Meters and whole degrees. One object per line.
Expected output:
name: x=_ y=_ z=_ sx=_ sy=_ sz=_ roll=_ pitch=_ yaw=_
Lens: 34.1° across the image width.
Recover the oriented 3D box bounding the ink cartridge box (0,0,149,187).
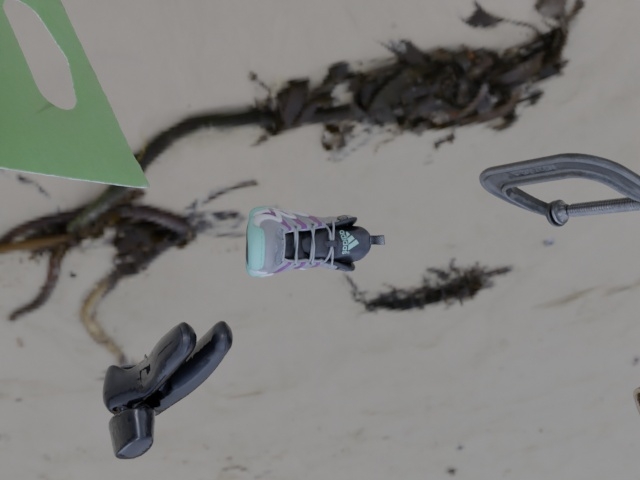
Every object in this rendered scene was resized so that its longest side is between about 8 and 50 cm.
ink cartridge box: x=-0.177 y=-0.110 z=0.443 sx=0.056 sy=0.171 sz=0.235 roll=-42 pitch=153 yaw=30

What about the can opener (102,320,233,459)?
can opener: x=-0.105 y=0.096 z=0.729 sx=0.059 sy=0.073 sz=0.186 roll=-7 pitch=157 yaw=-34

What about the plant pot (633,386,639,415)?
plant pot: x=0.477 y=0.168 z=0.995 sx=0.254 sy=0.237 sz=0.237 roll=-35 pitch=148 yaw=0

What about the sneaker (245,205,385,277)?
sneaker: x=0.000 y=0.000 z=0.563 sx=0.069 sy=0.038 sz=0.098 roll=3 pitch=-172 yaw=11

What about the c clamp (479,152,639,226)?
c clamp: x=0.204 y=-0.031 z=0.785 sx=0.137 sy=0.022 sz=0.160 roll=24 pitch=165 yaw=-34
